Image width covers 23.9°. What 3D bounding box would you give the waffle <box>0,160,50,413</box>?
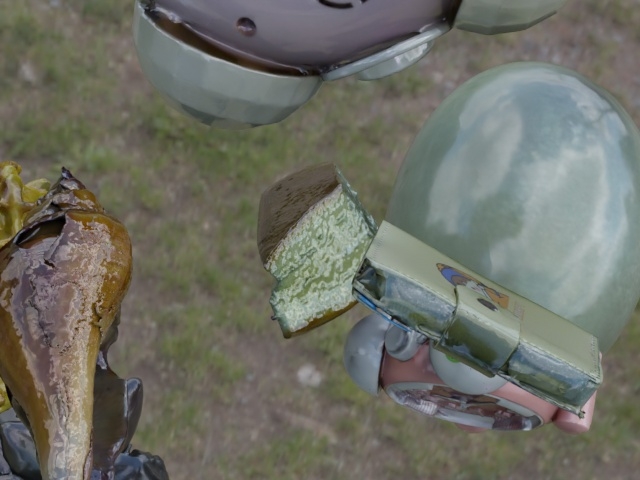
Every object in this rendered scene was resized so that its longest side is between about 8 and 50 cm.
[{"bbox_3d":[-0.242,0.033,0.952,0.197,0.193,0.070,29,1,-35],"label":"waffle"}]

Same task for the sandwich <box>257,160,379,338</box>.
[{"bbox_3d":[0.000,0.000,1.229,0.096,0.094,0.258,-29,14,6],"label":"sandwich"}]

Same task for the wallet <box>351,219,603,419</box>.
[{"bbox_3d":[0.092,0.049,0.901,0.155,0.039,0.110,28,15,1],"label":"wallet"}]

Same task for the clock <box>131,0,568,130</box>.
[{"bbox_3d":[-0.007,-0.259,1.019,0.342,0.326,0.184,-17,20,24],"label":"clock"}]

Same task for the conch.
[{"bbox_3d":[-0.140,0.058,0.794,0.080,0.086,0.233,-4,68,12],"label":"conch"}]

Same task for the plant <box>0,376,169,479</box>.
[{"bbox_3d":[-0.234,0.263,1.444,0.194,0.182,0.321,-13,47,-19],"label":"plant"}]

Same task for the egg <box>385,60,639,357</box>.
[{"bbox_3d":[0.191,-0.011,1.458,0.258,0.258,0.352,13,59,-4],"label":"egg"}]

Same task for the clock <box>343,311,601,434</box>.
[{"bbox_3d":[0.116,0.091,1.183,0.162,0.166,0.093,22,72,-37],"label":"clock"}]
